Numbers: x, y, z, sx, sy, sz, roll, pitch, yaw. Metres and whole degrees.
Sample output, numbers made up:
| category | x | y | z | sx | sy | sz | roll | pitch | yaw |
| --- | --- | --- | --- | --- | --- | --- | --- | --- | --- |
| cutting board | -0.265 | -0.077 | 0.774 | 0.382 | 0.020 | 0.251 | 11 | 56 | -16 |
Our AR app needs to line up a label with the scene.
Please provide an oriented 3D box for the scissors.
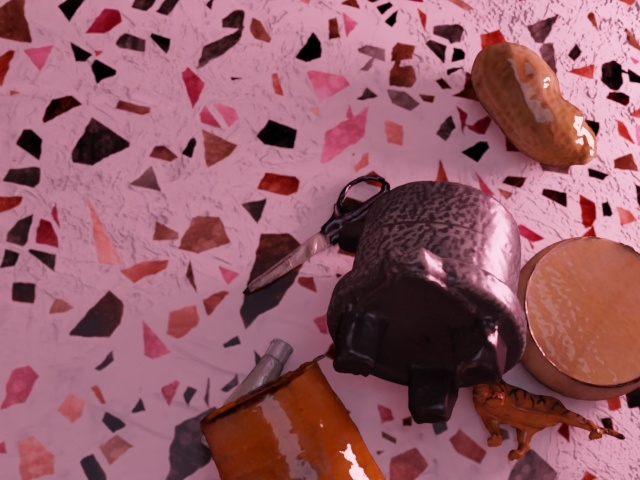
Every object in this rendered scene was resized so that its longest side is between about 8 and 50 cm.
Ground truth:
| category | x | y | z | sx | sy | sz | roll | pitch | yaw |
| --- | --- | --- | --- | --- | --- | --- | --- | --- | --- |
| scissors | 0.000 | 0.000 | 1.630 | 0.300 | 0.022 | 0.109 | -33 | 75 | -15 |

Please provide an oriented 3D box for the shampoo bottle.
| category | x | y | z | sx | sy | sz | roll | pitch | yaw |
| --- | --- | --- | --- | --- | --- | --- | --- | --- | --- |
| shampoo bottle | -0.101 | 0.234 | 1.531 | 0.069 | 0.041 | 0.191 | 29 | 71 | 6 |

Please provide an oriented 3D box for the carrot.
| category | x | y | z | sx | sy | sz | roll | pitch | yaw |
| --- | --- | --- | --- | --- | --- | --- | --- | --- | --- |
| carrot | -0.018 | 0.354 | 1.398 | 0.224 | 0.224 | 0.341 | -25 | 86 | -14 |

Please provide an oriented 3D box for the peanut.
| category | x | y | z | sx | sy | sz | roll | pitch | yaw |
| --- | --- | --- | --- | --- | --- | --- | --- | --- | --- |
| peanut | 0.353 | -0.221 | 1.693 | 0.137 | 0.122 | 0.253 | -30 | 80 | -23 |

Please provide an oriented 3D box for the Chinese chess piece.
| category | x | y | z | sx | sy | sz | roll | pitch | yaw |
| --- | --- | --- | --- | --- | --- | --- | --- | --- | --- |
| Chinese chess piece | 0.418 | 0.120 | 1.599 | 0.257 | 0.104 | 0.257 | 2 | 72 | -7 |

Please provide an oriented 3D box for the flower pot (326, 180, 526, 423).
| category | x | y | z | sx | sy | sz | roll | pitch | yaw |
| --- | --- | --- | --- | --- | --- | --- | --- | --- | --- |
| flower pot | 0.147 | 0.080 | 1.455 | 0.299 | 0.299 | 0.283 | 15 | 54 | -2 |

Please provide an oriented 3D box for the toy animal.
| category | x | y | z | sx | sy | sz | roll | pitch | yaw |
| --- | --- | --- | --- | --- | --- | --- | --- | --- | --- |
| toy animal | 0.333 | 0.264 | 1.557 | 0.255 | 0.114 | 0.116 | 21 | 37 | -5 |
